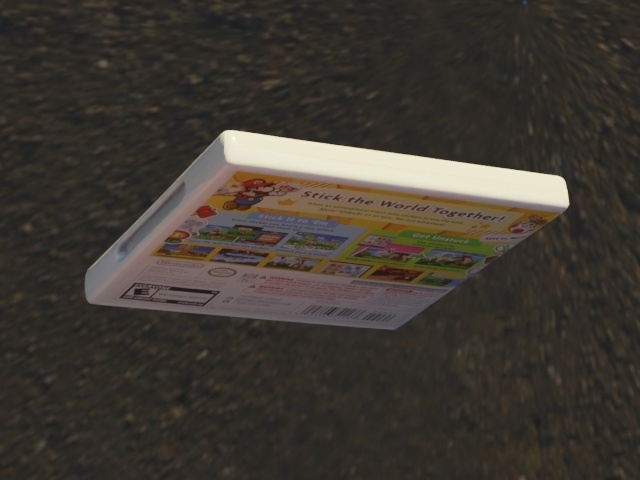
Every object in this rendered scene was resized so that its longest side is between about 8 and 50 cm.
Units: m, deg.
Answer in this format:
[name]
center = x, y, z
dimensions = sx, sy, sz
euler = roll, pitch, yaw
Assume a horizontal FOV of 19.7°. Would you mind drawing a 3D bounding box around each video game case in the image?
[video game case]
center = 0.000, 0.000, 1.113
dimensions = 0.227, 0.206, 0.026
euler = 7, 64, -28
